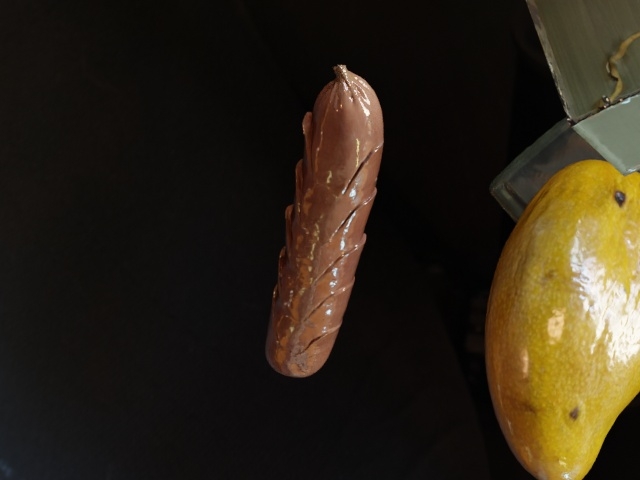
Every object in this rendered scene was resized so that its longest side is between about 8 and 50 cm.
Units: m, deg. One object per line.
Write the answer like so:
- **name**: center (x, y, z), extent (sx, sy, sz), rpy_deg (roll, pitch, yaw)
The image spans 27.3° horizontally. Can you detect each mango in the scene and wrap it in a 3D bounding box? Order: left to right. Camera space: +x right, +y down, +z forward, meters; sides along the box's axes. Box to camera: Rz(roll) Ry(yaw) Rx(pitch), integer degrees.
- **mango**: center (0.204, 0.054, 1.005), extent (0.157, 0.262, 0.109), rpy_deg (34, 149, -32)

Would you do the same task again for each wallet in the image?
- **wallet**: center (0.333, -0.035, 1.617), extent (0.168, 0.052, 0.245), rpy_deg (-43, 64, 9)

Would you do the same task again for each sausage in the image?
- **sausage**: center (0.002, 0.000, 1.337), extent (0.087, 0.088, 0.433), rpy_deg (12, 135, 1)

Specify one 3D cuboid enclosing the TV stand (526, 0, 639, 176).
- **TV stand**: center (0.147, -0.177, 0.722), extent (0.082, 0.270, 0.088), rpy_deg (-24, 154, 23)
